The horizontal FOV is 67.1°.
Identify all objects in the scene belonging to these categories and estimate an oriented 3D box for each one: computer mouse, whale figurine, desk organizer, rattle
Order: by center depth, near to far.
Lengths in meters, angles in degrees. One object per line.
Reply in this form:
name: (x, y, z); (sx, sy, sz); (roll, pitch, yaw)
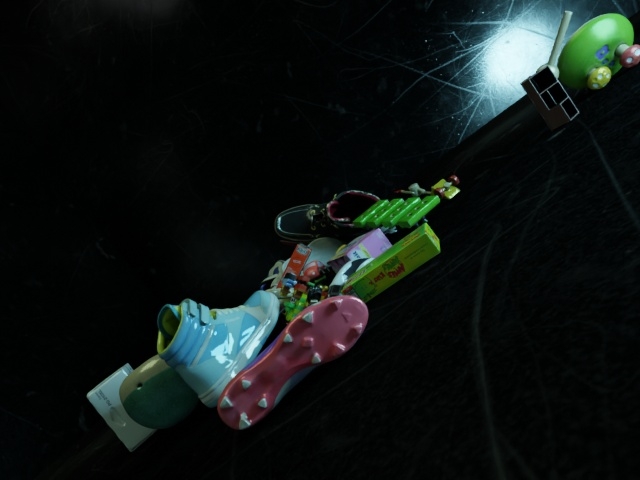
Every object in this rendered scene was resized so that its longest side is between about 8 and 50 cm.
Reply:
computer mouse: (0.036, 0.090, 0.967); (0.193, 0.042, 0.106); (-34, -35, -31)
desk organizer: (0.509, -0.316, 1.071); (0.047, 0.130, 0.050); (-38, 5, -28)
whale figurine: (-0.317, 0.340, 1.086); (0.216, 0.141, 0.272); (-37, -22, 2)
rattle: (-0.071, 0.187, 1.252); (0.199, 0.143, 0.130); (10, -42, -41)

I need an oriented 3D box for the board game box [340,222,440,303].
board game box: (0.126, 0.045, 0.862); (0.181, 0.043, 0.092); (-37, 3, 18)

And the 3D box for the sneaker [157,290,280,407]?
sneaker: (-0.217, 0.166, 1.025); (0.127, 0.208, 0.319); (-39, 13, 32)

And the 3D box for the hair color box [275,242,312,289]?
hair color box: (-0.073, 0.079, 1.347); (0.141, 0.043, 0.072); (-64, -3, 5)

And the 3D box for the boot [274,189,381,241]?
boot: (0.029, -0.081, 1.653); (0.377, 0.138, 0.284); (1, -7, -4)

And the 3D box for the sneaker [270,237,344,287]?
sneaker: (-0.050, 0.096, 1.679); (0.292, 0.108, 0.169); (-24, -19, -40)

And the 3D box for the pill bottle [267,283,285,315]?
pill bottle: (-0.141, 0.189, 1.491); (0.152, 0.086, 0.086); (-39, 3, -42)

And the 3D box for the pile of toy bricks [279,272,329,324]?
pile of toy bricks: (-0.050, 0.142, 1.078); (0.212, 0.118, 0.105); (-10, 57, 67)

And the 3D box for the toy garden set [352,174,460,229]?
toy garden set: (0.227, -0.086, 1.248); (0.203, 0.049, 0.244); (-39, 18, -21)

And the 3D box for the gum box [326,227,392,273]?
gum box: (0.093, 0.038, 1.218); (0.107, 0.062, 0.188); (-38, 3, -17)

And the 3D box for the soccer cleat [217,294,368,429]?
soccer cleat: (-0.040, 0.164, 0.676); (0.248, 0.083, 0.095); (-41, -1, -11)

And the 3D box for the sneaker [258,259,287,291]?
sneaker: (-0.168, 0.164, 1.851); (0.182, 0.127, 0.315); (-37, 3, -29)

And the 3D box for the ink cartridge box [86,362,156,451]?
ink cartridge box: (-0.488, 0.416, 1.233); (0.100, 0.172, 0.237); (-38, 3, -21)

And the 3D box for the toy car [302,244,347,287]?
toy car: (-0.004, 0.091, 1.407); (0.239, 0.053, 0.225); (-25, -11, -40)

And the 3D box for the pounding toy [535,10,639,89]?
pounding toy: (0.650, -0.422, 1.132); (0.236, 0.110, 0.183); (-2, -45, -18)

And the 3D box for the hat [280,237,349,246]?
hat: (0.000, 0.000, 1.810); (0.208, 0.184, 0.173); (-38, 3, -19)

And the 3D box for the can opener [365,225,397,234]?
can opener: (0.209, -0.075, 1.452); (0.074, 0.093, 0.280); (-37, -2, 26)
